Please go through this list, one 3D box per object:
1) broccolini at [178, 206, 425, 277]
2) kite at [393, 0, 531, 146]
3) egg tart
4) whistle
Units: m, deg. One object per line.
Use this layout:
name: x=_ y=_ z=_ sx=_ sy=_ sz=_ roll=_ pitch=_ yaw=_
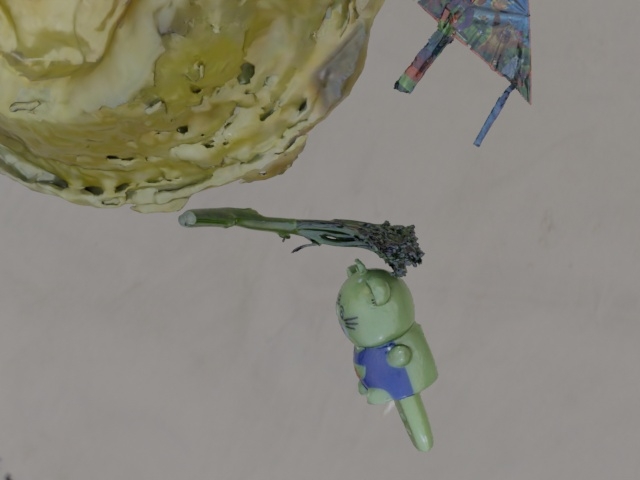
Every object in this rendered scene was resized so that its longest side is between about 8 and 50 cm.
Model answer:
broccolini: x=-0.008 y=-0.001 z=1.095 sx=0.123 sy=0.271 sz=0.062 roll=1 pitch=86 yaw=61
kite: x=0.114 y=-0.183 z=0.894 sx=0.183 sy=0.010 sz=0.160 roll=40 pitch=88 yaw=-2
egg tart: x=-0.133 y=-0.165 z=0.579 sx=0.345 sy=0.132 sz=0.345 roll=8 pitch=111 yaw=21
whistle: x=0.074 y=0.123 z=1.171 sx=0.085 sy=0.105 sz=0.227 roll=-21 pitch=104 yaw=-9
